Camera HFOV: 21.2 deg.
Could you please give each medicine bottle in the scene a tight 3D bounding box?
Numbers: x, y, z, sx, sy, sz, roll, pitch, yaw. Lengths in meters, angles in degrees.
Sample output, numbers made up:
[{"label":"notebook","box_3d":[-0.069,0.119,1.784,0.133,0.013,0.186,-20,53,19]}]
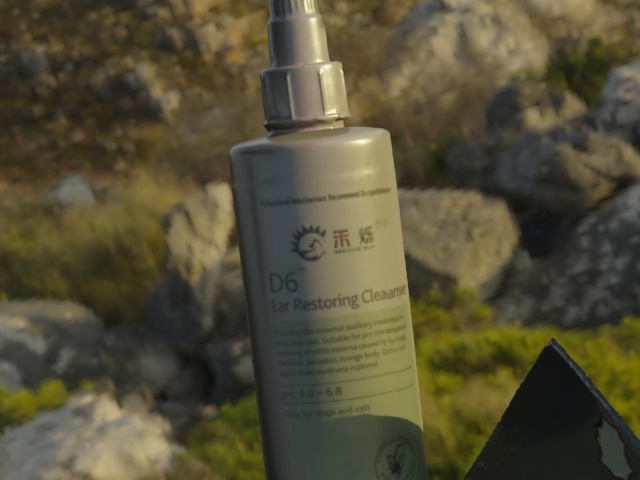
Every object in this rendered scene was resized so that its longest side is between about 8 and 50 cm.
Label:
[{"label":"medicine bottle","box_3d":[0.000,0.000,0.578,0.058,0.199,0.057,-6,4,0]}]

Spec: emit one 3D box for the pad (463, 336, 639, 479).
[{"label":"pad","box_3d":[0.096,0.159,0.604,0.006,0.170,0.245,-27,-23,-28]}]
